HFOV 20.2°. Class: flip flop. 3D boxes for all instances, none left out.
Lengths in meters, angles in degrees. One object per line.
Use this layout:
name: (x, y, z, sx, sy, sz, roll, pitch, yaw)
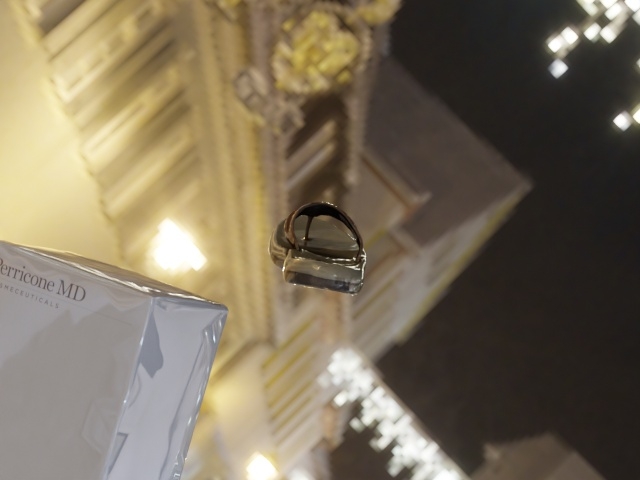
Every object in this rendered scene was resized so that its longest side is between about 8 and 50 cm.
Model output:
flip flop: (0.000, 0.000, 1.993, 0.112, 0.080, 0.277, 5, 8, -2)

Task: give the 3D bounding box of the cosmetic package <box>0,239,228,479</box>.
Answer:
cosmetic package: (-0.261, 0.211, 1.807, 0.217, 0.385, 0.156, 15, 3, 28)
